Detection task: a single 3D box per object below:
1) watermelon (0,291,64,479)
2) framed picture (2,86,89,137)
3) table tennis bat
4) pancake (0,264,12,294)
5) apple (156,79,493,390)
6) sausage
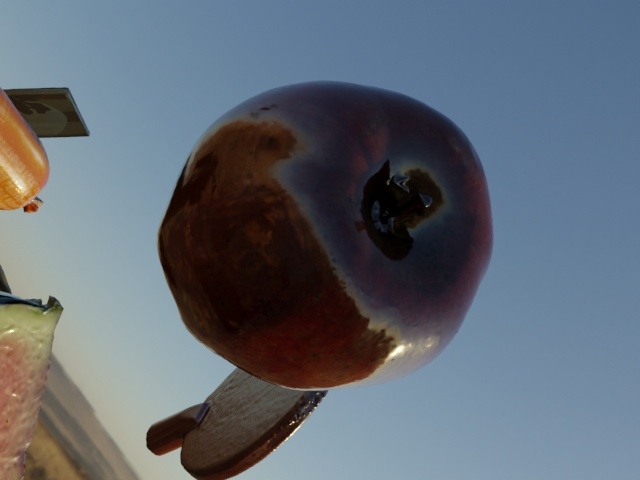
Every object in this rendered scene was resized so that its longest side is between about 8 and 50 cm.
[{"bbox_3d":[-0.296,0.158,0.539,0.128,0.303,0.159,20,4,39],"label":"watermelon"},{"bbox_3d":[-0.395,-0.151,1.041,0.136,0.200,0.010,106,-18,-74],"label":"framed picture"},{"bbox_3d":[-0.123,0.240,1.229,0.414,0.268,0.051,-29,-69,40],"label":"table tennis bat"},{"bbox_3d":[-0.528,0.078,1.111,0.250,0.250,0.031,53,-2,2],"label":"pancake"},{"bbox_3d":[-0.001,0.000,0.592,0.234,0.234,0.234,45,-21,23],"label":"apple"},{"bbox_3d":[-0.335,-0.126,0.770,0.093,0.093,0.312,38,-16,36],"label":"sausage"}]
